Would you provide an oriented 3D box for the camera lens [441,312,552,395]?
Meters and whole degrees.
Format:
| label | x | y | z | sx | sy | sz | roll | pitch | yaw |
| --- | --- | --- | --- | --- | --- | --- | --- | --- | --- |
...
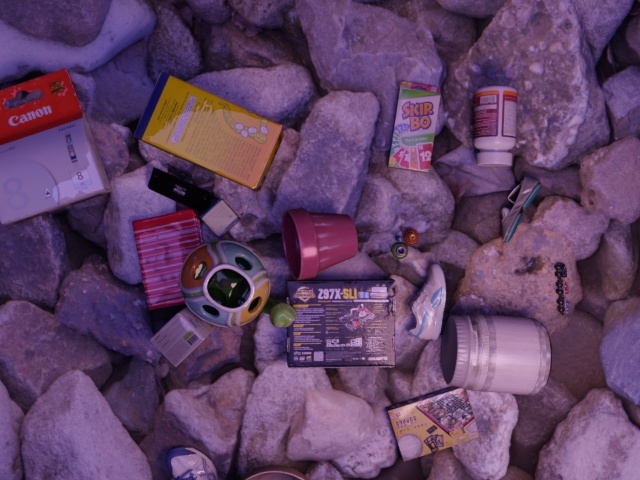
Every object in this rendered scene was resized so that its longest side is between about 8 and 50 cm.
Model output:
| label | x | y | z | sx | sy | sz | roll | pitch | yaw |
| --- | --- | --- | --- | --- | --- | --- | --- | --- | --- |
| camera lens | 0.502 | 0.323 | 1.832 | 0.274 | 0.219 | 0.219 | 5 | 92 | -2 |

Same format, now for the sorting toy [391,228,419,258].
| label | x | y | z | sx | sy | sz | roll | pitch | yaw |
| --- | --- | --- | --- | --- | --- | --- | --- | --- | --- |
| sorting toy | 0.250 | 0.008 | 1.904 | 0.061 | 0.042 | 0.102 | 37 | 91 | -2 |

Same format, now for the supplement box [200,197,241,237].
| label | x | y | z | sx | sy | sz | roll | pitch | yaw |
| --- | --- | --- | --- | --- | --- | --- | --- | --- | --- |
| supplement box | -0.292 | -0.066 | 1.879 | 0.083 | 0.056 | 0.083 | -43 | 92 | 0 |

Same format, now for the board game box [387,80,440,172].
| label | x | y | z | sx | sy | sz | roll | pitch | yaw |
| --- | --- | --- | --- | --- | --- | --- | --- | --- | --- |
| board game box | 0.279 | -0.338 | 1.901 | 0.124 | 0.039 | 0.259 | 8 | 89 | -3 |

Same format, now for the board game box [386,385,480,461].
| label | x | y | z | sx | sy | sz | roll | pitch | yaw |
| --- | --- | --- | --- | --- | --- | --- | --- | --- | --- |
| board game box | 0.337 | 0.544 | 1.923 | 0.243 | 0.042 | 0.165 | -17 | 92 | -1 |

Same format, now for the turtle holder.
| label | x | y | z | sx | sy | sz | roll | pitch | yaw |
| --- | --- | --- | --- | --- | --- | --- | --- | --- | --- |
| turtle holder | -0.246 | 0.148 | 1.786 | 0.243 | 0.227 | 0.320 | -32 | 99 | -11 |

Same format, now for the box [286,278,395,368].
| label | x | y | z | sx | sy | sz | roll | pitch | yaw |
| --- | --- | --- | --- | --- | --- | --- | --- | --- | --- |
| box | 0.060 | 0.242 | 1.890 | 0.322 | 0.079 | 0.257 | -1 | 90 | -2 |

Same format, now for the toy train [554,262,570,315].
| label | x | y | z | sx | sy | sz | roll | pitch | yaw |
| --- | --- | --- | --- | --- | --- | --- | --- | --- | --- |
| toy train | 0.729 | 0.147 | 1.931 | 0.036 | 0.027 | 0.158 | -5 | 91 | -12 |

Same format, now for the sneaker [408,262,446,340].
| label | x | y | z | sx | sy | sz | roll | pitch | yaw |
| --- | --- | --- | --- | --- | --- | --- | --- | --- | --- |
| sneaker | 0.315 | 0.179 | 1.891 | 0.092 | 0.087 | 0.228 | 7 | 90 | 0 |

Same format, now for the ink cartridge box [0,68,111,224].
| label | x | y | z | sx | sy | sz | roll | pitch | yaw |
| --- | --- | --- | --- | --- | --- | --- | --- | --- | --- |
| ink cartridge box | -0.817 | -0.273 | 1.843 | 0.308 | 0.091 | 0.385 | -19 | 93 | -1 |

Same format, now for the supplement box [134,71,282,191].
| label | x | y | z | sx | sy | sz | roll | pitch | yaw |
| --- | --- | --- | --- | --- | --- | --- | --- | --- | --- |
| supplement box | -0.302 | -0.297 | 1.804 | 0.356 | 0.194 | 0.195 | 24 | 91 | -3 |

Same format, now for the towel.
| label | x | y | z | sx | sy | sz | roll | pitch | yaw |
| --- | --- | --- | --- | --- | --- | --- | --- | --- | --- |
| towel | -0.437 | 0.055 | 1.893 | 0.199 | 0.031 | 0.275 | -10 | 92 | -1 |

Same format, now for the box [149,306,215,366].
| label | x | y | z | sx | sy | sz | roll | pitch | yaw |
| --- | --- | --- | --- | --- | --- | --- | --- | --- | --- |
| box | -0.385 | 0.262 | 1.813 | 0.114 | 0.203 | 0.103 | -44 | 92 | 2 |

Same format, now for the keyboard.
| label | x | y | z | sx | sy | sz | roll | pitch | yaw |
| --- | --- | --- | --- | --- | --- | --- | --- | --- | --- |
| keyboard | -0.407 | -0.161 | 1.893 | 0.192 | 0.038 | 0.100 | 25 | 114 | -3 |

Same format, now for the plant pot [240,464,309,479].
| label | x | y | z | sx | sy | sz | roll | pitch | yaw |
| --- | --- | --- | --- | --- | --- | --- | --- | --- | --- |
| plant pot | -0.131 | 0.766 | 1.842 | 0.284 | 0.191 | 0.284 | 0 | 91 | -2 |

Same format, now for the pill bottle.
| label | x | y | z | sx | sy | sz | roll | pitch | yaw |
| --- | --- | --- | --- | --- | --- | --- | --- | --- | --- |
| pill bottle | 0.506 | -0.329 | 1.863 | 0.121 | 0.121 | 0.221 | 2 | 92 | -2 |

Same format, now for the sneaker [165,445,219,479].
| label | x | y | z | sx | sy | sz | roll | pitch | yaw |
| --- | --- | --- | --- | --- | --- | --- | --- | --- | --- |
| sneaker | -0.342 | 0.728 | 1.866 | 0.112 | 0.131 | 0.296 | -42 | 91 | 2 |

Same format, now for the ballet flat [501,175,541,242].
| label | x | y | z | sx | sy | sz | roll | pitch | yaw |
| --- | --- | --- | --- | --- | --- | --- | --- | --- | --- |
| ballet flat | 0.578 | -0.095 | 1.908 | 0.068 | 0.072 | 0.213 | 30 | 90 | 25 |

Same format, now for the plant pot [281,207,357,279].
| label | x | y | z | sx | sy | sz | roll | pitch | yaw |
| --- | --- | --- | --- | --- | --- | --- | --- | --- | --- |
| plant pot | 0.000 | 0.000 | 1.833 | 0.180 | 0.201 | 0.201 | -10 | 92 | -17 |
